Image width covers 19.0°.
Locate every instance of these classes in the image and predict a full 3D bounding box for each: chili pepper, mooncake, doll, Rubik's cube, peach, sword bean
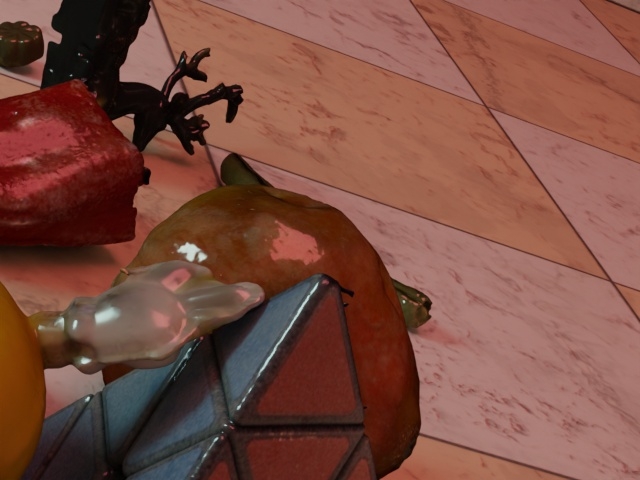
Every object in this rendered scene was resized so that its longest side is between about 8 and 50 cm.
[{"bbox_3d":[-0.260,-0.046,1.523,0.253,0.136,0.144,-15,89,-47],"label":"chili pepper"},{"bbox_3d":[-0.345,-0.157,1.760,0.150,0.057,0.347,1,14,-2],"label":"mooncake"},{"bbox_3d":[-0.225,0.101,1.016,0.348,0.161,0.423,1,34,15],"label":"doll"},{"bbox_3d":[-0.072,0.177,1.112,0.233,0.228,0.228,-12,72,-3],"label":"Rubik's cube"},{"bbox_3d":[-0.029,0.075,1.333,0.235,0.214,0.214,35,21,5],"label":"peach"},{"bbox_3d":[0.000,0.000,1.798,0.043,0.038,0.269,-29,54,-36],"label":"sword bean"}]

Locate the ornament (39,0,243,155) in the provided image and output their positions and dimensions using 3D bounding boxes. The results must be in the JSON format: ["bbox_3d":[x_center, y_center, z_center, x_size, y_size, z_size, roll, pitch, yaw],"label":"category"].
[{"bbox_3d":[-0.155,-0.177,1.819,0.080,0.202,0.236,29,14,37],"label":"ornament"}]
